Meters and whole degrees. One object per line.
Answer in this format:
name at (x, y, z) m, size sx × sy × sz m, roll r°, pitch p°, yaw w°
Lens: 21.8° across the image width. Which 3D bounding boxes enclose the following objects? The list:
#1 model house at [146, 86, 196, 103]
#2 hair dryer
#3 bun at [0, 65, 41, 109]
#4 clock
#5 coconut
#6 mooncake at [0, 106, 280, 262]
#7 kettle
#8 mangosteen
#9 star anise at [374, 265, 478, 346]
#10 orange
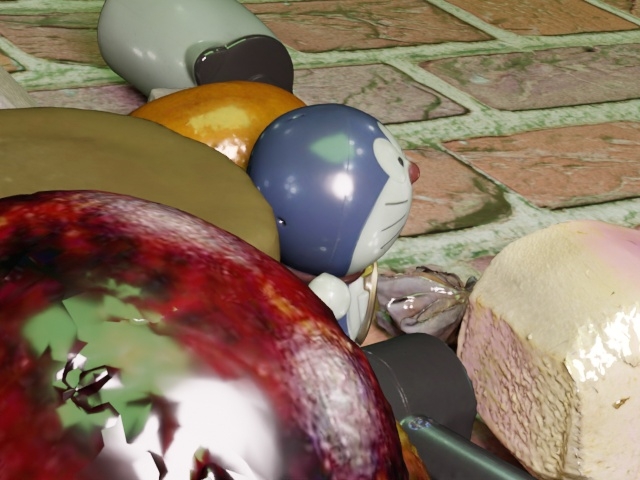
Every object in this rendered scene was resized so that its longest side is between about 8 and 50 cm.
model house at (-0.143, -0.105, 1.814) m, size 0.088 × 0.100 × 0.100 m, roll 1°, pitch 26°, yaw -24°
hair dryer at (0.060, 0.176, 1.214) m, size 0.244 × 0.116 × 0.302 m, roll -15°, pitch 25°, yaw -40°
bun at (-0.387, -0.112, 1.674) m, size 0.263 × 0.175 × 0.263 m, roll 44°, pitch 0°, yaw 0°
clock at (0.000, 0.000, 1.459) m, size 0.147 × 0.243 × 0.199 m, roll 7°, pitch 26°, yaw -5°
coconut at (0.228, 0.104, 1.352) m, size 0.233 × 0.233 × 0.245 m, roll 1°, pitch 19°, yaw -20°
mooncake at (-0.226, 0.043, 1.349) m, size 0.379 × 0.200 × 0.378 m, roll 4°, pitch 25°, yaw -2°
kettle at (-0.126, -0.215, 2.028) m, size 0.221 × 0.161 × 0.236 m, roll 30°, pitch 4°, yaw -45°
mangosteen at (-0.116, 0.184, 0.902) m, size 0.381 × 0.421 × 0.381 m, roll -14°, pitch 49°, yaw 17°
star anise at (0.140, 0.079, 1.563) m, size 0.182 × 0.065 × 0.195 m, roll 8°, pitch 19°, yaw -16°
orange at (-0.102, -0.059, 1.605) m, size 0.240 × 0.171 × 0.240 m, roll -13°, pitch -3°, yaw -1°
